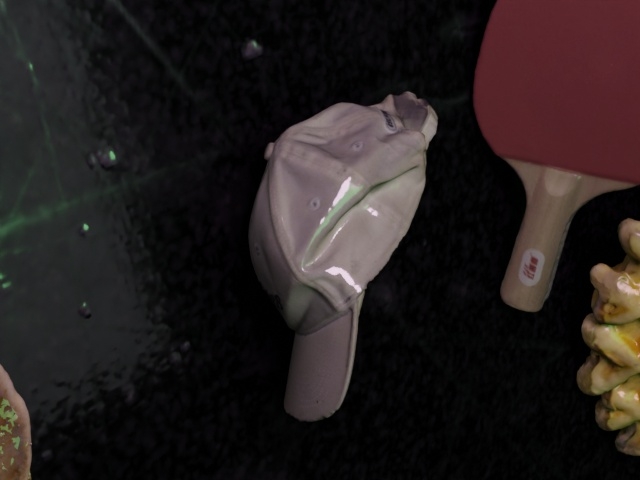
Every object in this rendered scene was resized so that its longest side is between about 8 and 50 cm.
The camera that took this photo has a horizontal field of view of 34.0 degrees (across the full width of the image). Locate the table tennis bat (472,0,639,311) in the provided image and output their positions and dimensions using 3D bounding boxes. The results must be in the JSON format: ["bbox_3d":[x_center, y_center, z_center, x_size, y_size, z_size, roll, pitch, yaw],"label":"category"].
[{"bbox_3d":[0.156,-0.067,0.645,0.022,0.138,0.246,-60,165,-64],"label":"table tennis bat"}]

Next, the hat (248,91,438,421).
[{"bbox_3d":[0.004,0.006,0.543,0.122,0.081,0.166,-67,170,-70],"label":"hat"}]

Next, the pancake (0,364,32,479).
[{"bbox_3d":[-0.176,0.091,0.405,0.139,0.022,0.139,-10,105,-42],"label":"pancake"}]

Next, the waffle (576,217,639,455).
[{"bbox_3d":[0.308,0.058,0.764,0.250,0.056,0.261,-16,127,-2],"label":"waffle"}]
